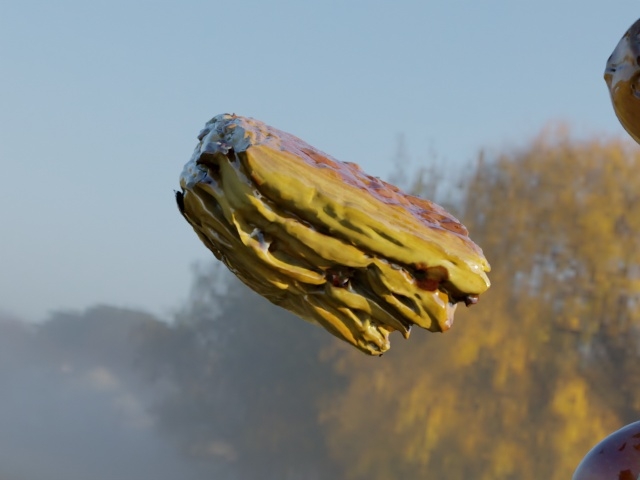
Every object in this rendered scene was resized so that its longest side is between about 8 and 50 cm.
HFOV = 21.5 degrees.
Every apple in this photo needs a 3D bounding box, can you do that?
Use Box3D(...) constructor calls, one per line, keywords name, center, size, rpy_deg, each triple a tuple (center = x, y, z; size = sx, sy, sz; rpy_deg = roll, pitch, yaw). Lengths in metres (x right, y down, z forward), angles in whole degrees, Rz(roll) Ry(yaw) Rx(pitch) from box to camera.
Box3D(name="apple", center=(0.430, 0.343, 2.118), size=(0.230, 0.230, 0.230), rpy_deg=(10, -9, 2))

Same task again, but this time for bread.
Box3D(name="bread", center=(0.000, 0.000, 1.769), size=(0.324, 0.167, 0.277), rpy_deg=(25, 7, -7))

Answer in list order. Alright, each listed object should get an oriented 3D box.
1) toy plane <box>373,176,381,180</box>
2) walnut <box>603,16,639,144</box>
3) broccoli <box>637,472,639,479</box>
Box3D(name="toy plane", center=(0.064, -0.060, 2.394), size=(0.054, 0.062, 0.167), rpy_deg=(1, 5, -16))
Box3D(name="walnut", center=(0.492, -0.167, 1.920), size=(0.336, 0.209, 0.209), rpy_deg=(18, -10, -1))
Box3D(name="broccoli", center=(0.362, 0.244, 1.566), size=(0.122, 0.118, 0.204), rpy_deg=(-16, -35, 41))
